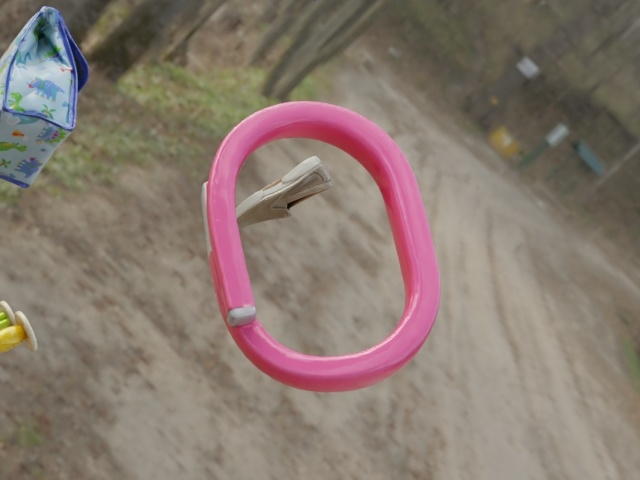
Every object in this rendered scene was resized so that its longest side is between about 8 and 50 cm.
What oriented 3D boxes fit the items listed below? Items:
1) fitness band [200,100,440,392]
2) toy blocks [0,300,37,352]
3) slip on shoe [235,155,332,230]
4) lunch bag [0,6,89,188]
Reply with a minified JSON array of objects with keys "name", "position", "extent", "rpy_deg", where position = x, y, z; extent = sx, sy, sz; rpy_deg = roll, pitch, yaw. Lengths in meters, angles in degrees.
[{"name":"fitness band","position":[0.000,0.000,1.269],"extent":[0.054,0.209,0.291],"rpy_deg":[106,-25,-62]},{"name":"toy blocks","position":[-0.427,0.130,1.619],"extent":[0.123,0.148,0.054],"rpy_deg":[15,-54,60]},{"name":"slip on shoe","position":[-0.049,-0.042,1.531],"extent":[0.041,0.135,0.051],"rpy_deg":[56,-3,5]},{"name":"lunch bag","position":[-0.309,-0.152,1.419],"extent":[0.096,0.129,0.151],"rpy_deg":[16,53,-29]}]
